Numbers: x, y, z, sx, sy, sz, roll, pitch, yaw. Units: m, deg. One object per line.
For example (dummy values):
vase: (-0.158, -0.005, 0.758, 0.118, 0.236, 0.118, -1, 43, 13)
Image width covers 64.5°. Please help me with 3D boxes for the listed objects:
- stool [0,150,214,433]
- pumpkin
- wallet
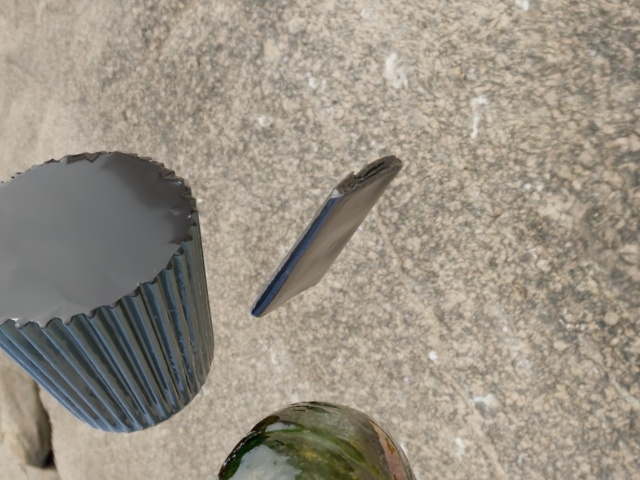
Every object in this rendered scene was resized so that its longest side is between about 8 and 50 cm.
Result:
stool: (-0.297, 0.092, 0.725, 0.297, 0.297, 0.330, 38, 147, 30)
pumpkin: (-0.010, 0.247, 0.403, 0.159, 0.238, 0.238, 3, 105, 31)
wallet: (0.000, 0.000, 0.792, 0.044, 0.170, 0.321, 48, 135, 15)
